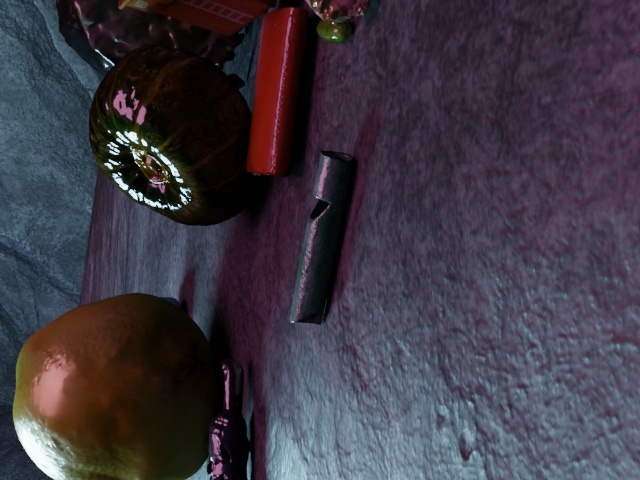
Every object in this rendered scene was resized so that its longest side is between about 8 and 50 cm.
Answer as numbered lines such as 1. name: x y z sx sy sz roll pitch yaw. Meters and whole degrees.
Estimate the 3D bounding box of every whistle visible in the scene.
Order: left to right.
1. whistle: 0.000 0.000 0.995 0.039 0.039 0.186 -130 48 -64

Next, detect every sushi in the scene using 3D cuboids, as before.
1. sushi: -0.257 -0.373 1.471 0.294 0.281 0.299 27 104 64

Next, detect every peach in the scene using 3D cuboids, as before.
1. peach: -0.305 0.225 1.447 0.315 0.314 0.281 122 163 -48

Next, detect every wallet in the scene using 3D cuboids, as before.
1. wallet: -0.053 -0.180 1.183 0.142 0.045 0.204 -159 76 -73

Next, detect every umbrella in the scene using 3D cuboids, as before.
1. umbrella: -0.122 0.276 1.238 0.071 0.071 0.248 150 124 -67

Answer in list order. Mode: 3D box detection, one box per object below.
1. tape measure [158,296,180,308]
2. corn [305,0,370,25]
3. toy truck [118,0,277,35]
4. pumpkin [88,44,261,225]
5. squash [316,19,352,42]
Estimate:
1. tape measure: -0.294 0.167 1.741 0.146 0.081 0.125 143 126 -65
2. corn: -0.009 -0.331 1.024 0.280 0.092 0.092 -105 27 -43
3. toy truck: -0.129 -0.473 1.234 0.173 0.207 0.387 -12 66 61
4. pumpkin: -0.188 -0.152 1.305 0.189 0.260 0.260 -52 0 -33
5. squash: 0.012 -0.229 1.040 0.089 0.027 0.027 -145 62 -70
